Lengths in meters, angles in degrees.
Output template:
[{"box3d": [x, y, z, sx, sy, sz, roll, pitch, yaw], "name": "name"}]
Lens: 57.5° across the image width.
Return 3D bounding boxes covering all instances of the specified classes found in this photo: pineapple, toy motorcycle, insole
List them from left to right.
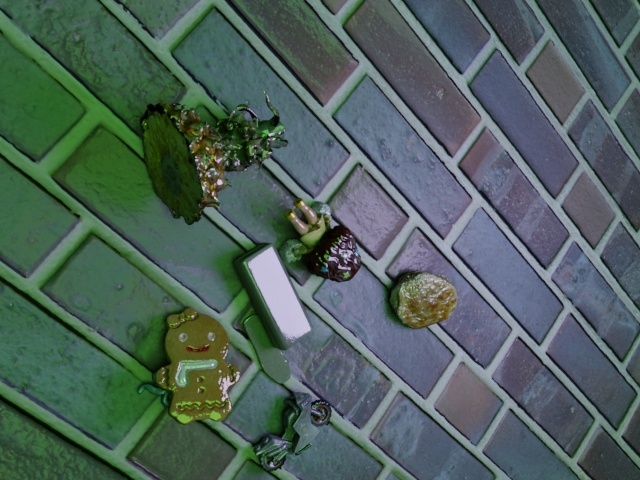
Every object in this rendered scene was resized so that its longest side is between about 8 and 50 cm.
[{"box3d": [-0.202, -0.197, 1.227, 0.271, 0.262, 0.263, -26, 105, -34], "name": "pineapple"}, {"box3d": [-0.128, 0.262, 1.393, 0.063, 0.010, 0.192, -33, 106, -22], "name": "insole"}, {"box3d": [-0.071, 0.450, 1.398, 0.215, 0.080, 0.123, -41, 110, -14], "name": "toy motorcycle"}]

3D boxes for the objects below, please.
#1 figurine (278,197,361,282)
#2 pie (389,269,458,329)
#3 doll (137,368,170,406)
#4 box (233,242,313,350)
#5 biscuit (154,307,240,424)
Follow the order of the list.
[{"box3d": [0.001, 0.001, 1.380, 0.240, 0.115, 0.175, 46, 74, -21], "name": "figurine"}, {"box3d": [0.271, 0.158, 1.548, 0.193, 0.079, 0.163, 28, 91, -26], "name": "pie"}, {"box3d": [-0.296, 0.315, 1.285, 0.205, 0.067, 0.110, 0, 83, -14], "name": "doll"}, {"box3d": [-0.108, 0.131, 1.364, 0.103, 0.055, 0.244, -32, 107, -29], "name": "box"}, {"box3d": [-0.263, 0.266, 1.257, 0.184, 0.035, 0.249, 5, 65, -25], "name": "biscuit"}]
